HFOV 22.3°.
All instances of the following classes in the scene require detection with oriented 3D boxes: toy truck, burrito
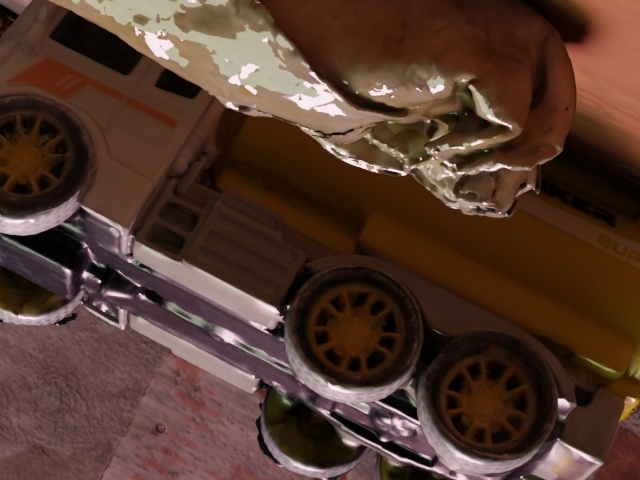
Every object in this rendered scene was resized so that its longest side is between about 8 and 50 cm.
[{"bbox_3d":[0.000,0.000,0.488,0.227,0.114,0.098,27,157,4],"label":"toy truck"},{"bbox_3d":[-0.032,-0.059,0.319,0.188,0.045,0.058,29,171,-6],"label":"burrito"}]

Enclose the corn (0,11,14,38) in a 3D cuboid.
[{"bbox_3d":[-0.271,-0.141,1.006,0.086,0.086,0.253,26,175,43],"label":"corn"}]
